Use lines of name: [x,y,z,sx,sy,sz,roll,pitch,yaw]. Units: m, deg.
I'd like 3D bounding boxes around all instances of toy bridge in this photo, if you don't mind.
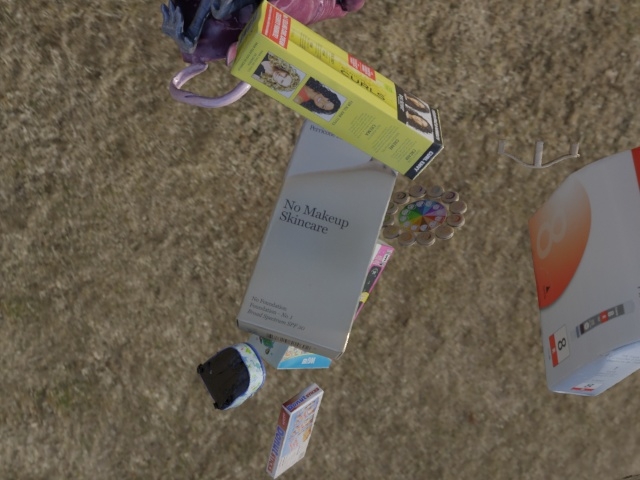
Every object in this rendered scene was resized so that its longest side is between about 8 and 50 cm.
toy bridge: [0.505,-0.200,1.913,0.188,0.026,0.063,3,103,3]

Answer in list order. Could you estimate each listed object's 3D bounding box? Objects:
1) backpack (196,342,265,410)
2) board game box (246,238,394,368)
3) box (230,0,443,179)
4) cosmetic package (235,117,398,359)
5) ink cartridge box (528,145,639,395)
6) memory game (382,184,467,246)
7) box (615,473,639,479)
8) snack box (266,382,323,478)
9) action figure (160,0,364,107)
backpack: [-0.154,0.246,1.531,0.084,0.105,0.114,-7,151,-51]
board game box: [0.005,0.114,1.708,0.303,0.098,0.224,-60,152,9]
box: [0.021,-0.158,0.876,0.232,0.087,0.058,28,125,-18]
cosmetic package: [0.000,0.000,1.190,0.160,0.113,0.309,17,76,0]
ink cartridge box: [0.198,0.005,0.540,0.045,0.145,0.179,8,148,-8]
memory game: [0.205,-0.053,1.677,0.186,0.186,0.012,-29,133,-15]
box: [0.292,0.463,0.922,0.313,0.343,0.179,-12,163,-6]
snack box: [-0.039,0.279,1.196,0.064,0.022,0.178,-28,148,-35]
action figure: [-0.025,-0.346,1.188,0.370,0.248,0.275,-27,131,-43]
